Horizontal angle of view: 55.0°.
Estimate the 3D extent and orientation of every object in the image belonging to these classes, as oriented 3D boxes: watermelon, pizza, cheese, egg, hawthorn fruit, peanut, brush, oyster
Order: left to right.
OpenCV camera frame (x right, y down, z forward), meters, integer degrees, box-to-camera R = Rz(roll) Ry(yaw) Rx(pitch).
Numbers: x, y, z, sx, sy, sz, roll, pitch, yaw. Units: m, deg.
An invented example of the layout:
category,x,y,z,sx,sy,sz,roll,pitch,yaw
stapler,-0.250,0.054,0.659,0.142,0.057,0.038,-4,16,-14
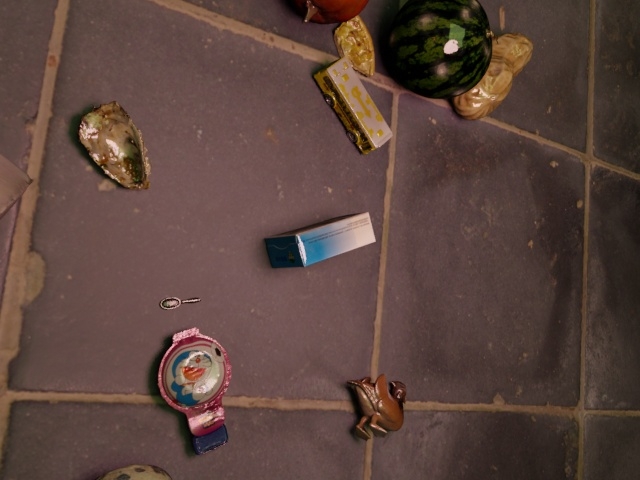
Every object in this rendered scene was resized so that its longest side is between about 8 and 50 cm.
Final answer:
category,x,y,z,sx,sy,sz,roll,pitch,yaw
oyster,-0.378,-0.173,1.163,0.105,0.056,0.177,-45,108,-15
egg,-0.338,0.466,1.072,0.182,0.141,0.141,-21,96,-40
brush,-0.278,0.123,1.222,0.083,0.008,0.024,-4,84,-32
cheese,-0.236,0.293,1.201,0.155,0.062,0.244,-13,93,-34
hawthorn fruit,0.018,-0.585,1.371,0.215,0.215,0.249,34,67,-25
pizza,0.087,-0.476,1.498,0.099,0.036,0.160,-21,96,-32
watermelon,0.292,-0.483,1.509,0.269,0.269,0.268,4,83,-32
peanut,0.468,-0.457,1.671,0.325,0.153,0.140,-48,115,-19

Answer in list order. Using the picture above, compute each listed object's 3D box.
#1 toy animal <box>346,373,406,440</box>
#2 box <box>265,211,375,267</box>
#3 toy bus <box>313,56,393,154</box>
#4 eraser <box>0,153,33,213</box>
category,x,y,z,sx,sy,sz,roll,pitch,yaw
toy animal,0.135,0.362,1.423,0.188,0.089,0.179,54,44,-16
box,-0.001,0.000,1.333,0.194,0.139,0.073,-18,96,-32
toy bus,0.079,-0.318,1.456,0.081,0.074,0.226,-41,106,-29
eraser,-0.581,-0.044,0.931,0.150,0.331,0.331,43,65,-20
